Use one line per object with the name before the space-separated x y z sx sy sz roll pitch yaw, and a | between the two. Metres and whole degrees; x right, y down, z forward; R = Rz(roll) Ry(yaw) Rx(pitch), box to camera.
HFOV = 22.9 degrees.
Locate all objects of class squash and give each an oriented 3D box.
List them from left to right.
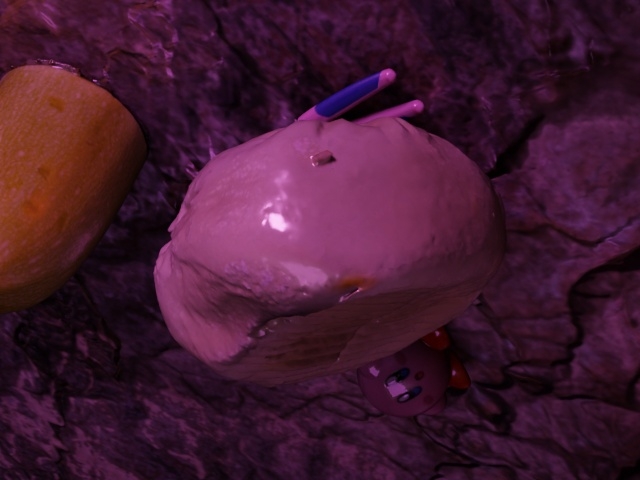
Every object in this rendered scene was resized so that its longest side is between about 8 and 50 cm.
squash | -0.194 -0.023 1.034 0.123 0.187 0.123 10 133 11

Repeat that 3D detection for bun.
bun | 0.000 0.000 0.994 0.229 0.229 0.145 -46 63 49

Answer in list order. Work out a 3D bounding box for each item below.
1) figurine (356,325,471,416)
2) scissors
figurine | 0.062 0.094 1.135 0.083 0.071 0.067 57 172 -26
scissors | 0.014 -0.077 1.003 0.113 0.012 0.039 -22 124 41
